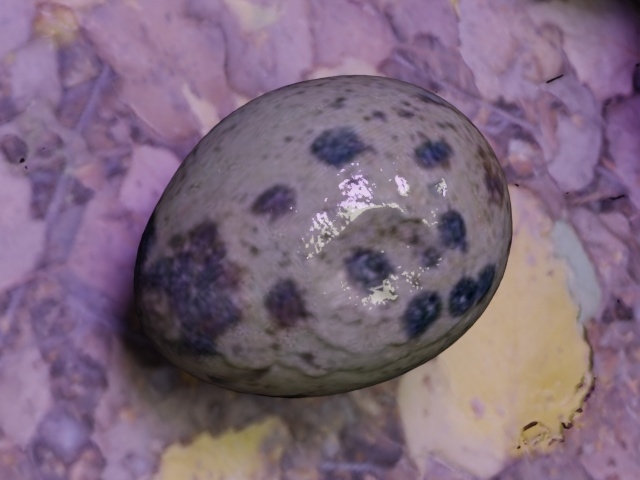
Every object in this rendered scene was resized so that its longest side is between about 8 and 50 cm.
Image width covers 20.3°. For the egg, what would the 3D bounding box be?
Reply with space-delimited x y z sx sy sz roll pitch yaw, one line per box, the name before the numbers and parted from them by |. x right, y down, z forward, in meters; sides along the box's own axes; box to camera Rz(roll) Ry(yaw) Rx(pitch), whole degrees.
egg | 0.000 0.000 0.798 0.182 0.141 0.141 -24 90 -23
